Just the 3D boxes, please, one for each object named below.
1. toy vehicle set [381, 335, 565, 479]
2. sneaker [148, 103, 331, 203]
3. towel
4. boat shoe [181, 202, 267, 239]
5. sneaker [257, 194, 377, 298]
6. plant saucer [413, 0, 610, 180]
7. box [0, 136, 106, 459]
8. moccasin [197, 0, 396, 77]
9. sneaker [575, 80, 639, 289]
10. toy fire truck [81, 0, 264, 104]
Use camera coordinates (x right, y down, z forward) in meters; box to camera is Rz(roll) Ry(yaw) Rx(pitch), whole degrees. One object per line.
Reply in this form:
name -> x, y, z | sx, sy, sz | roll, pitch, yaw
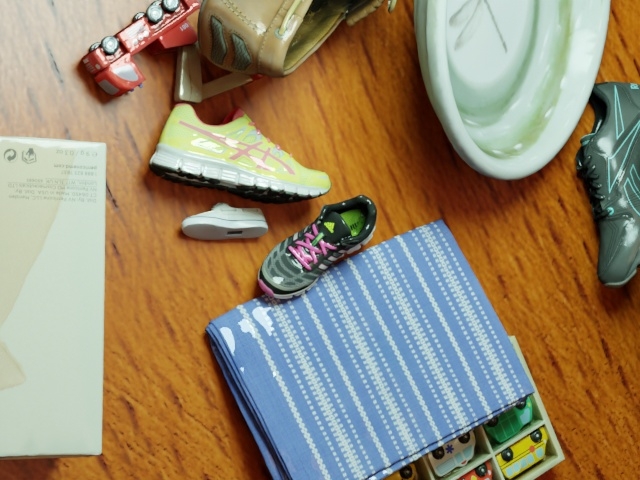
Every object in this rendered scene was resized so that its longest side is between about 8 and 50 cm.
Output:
toy vehicle set -> 0.149, 0.243, 1.835 | 0.267, 0.035, 0.166 | -27, 98, -25
sneaker -> -0.079, -0.097, 1.723 | 0.208, 0.081, 0.094 | 14, 78, -24
towel -> 0.058, 0.139, 1.778 | 0.336, 0.040, 0.243 | -23, 81, -27
boat shoe -> -0.107, -0.024, 1.733 | 0.100, 0.035, 0.035 | -1, 60, -23
sneaker -> 0.000, 0.000, 1.749 | 0.170, 0.075, 0.063 | -33, 74, -28
plant saucer -> 0.205, -0.272, 1.817 | 0.400, 0.100, 0.400 | -18, 113, -50
box -> -0.292, 0.059, 1.571 | 0.121, 0.148, 0.311 | 3, 84, -26
moccasin -> 0.029, -0.297, 1.716 | 0.380, 0.147, 0.139 | -42, 150, -42
sneaker -> 0.361, -0.072, 1.945 | 0.106, 0.101, 0.267 | 14, 74, -10
toy fire truck -> -0.150, -0.198, 1.713 | 0.192, 0.047, 0.135 | -40, 103, -24
